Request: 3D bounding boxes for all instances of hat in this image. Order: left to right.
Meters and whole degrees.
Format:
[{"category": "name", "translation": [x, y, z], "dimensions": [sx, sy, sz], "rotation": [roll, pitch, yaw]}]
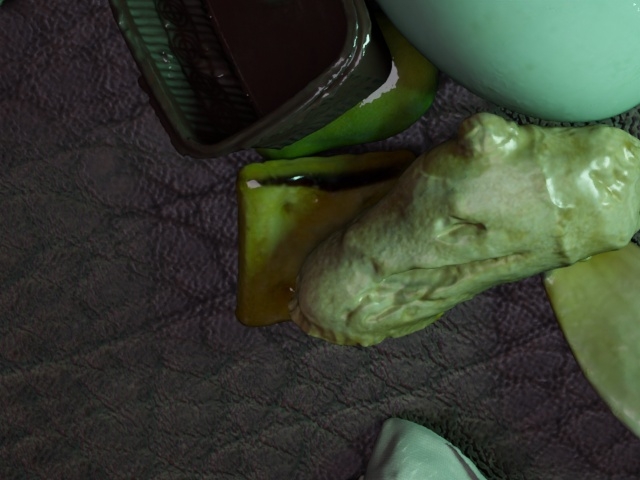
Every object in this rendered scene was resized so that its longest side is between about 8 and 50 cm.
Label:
[{"category": "hat", "translation": [0.073, 0.309, 1.839], "dimensions": [0.226, 0.164, 0.219], "rotation": [-40, 92, -6]}]

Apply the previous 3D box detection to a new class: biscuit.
[{"category": "biscuit", "translation": [0.000, 0.000, 1.819], "dimensions": [0.174, 0.039, 0.183], "rotation": [-4, 123, -17]}]

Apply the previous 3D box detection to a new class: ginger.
[{"category": "ginger", "translation": [0.125, -0.009, 1.727], "dimensions": [0.354, 0.126, 0.190], "rotation": [-30, 128, 17]}]

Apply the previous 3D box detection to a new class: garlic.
[{"category": "garlic", "translation": [0.321, 0.115, 1.765], "dimensions": [0.318, 0.112, 0.143], "rotation": [43, 89, 6]}]

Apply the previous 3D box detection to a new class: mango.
[{"category": "mango", "translation": [0.015, -0.144, 1.776], "dimensions": [0.191, 0.085, 0.122], "rotation": [-13, 102, 11]}]

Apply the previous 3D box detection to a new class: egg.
[{"category": "egg", "translation": [0.162, -0.277, 1.624], "dimensions": [0.276, 0.276, 0.389], "rotation": [-30, 96, 15]}]

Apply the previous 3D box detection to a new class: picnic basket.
[{"category": "picnic basket", "translation": [-0.059, -0.210, 1.705], "dimensions": [0.222, 0.129, 0.297], "rotation": [-33, 66, 19]}]

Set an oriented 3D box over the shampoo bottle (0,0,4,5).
[{"category": "shampoo bottle", "translation": [-0.289, -0.334, 1.789], "dimensions": [0.118, 0.087, 0.234], "rotation": [36, 105, 0]}]
